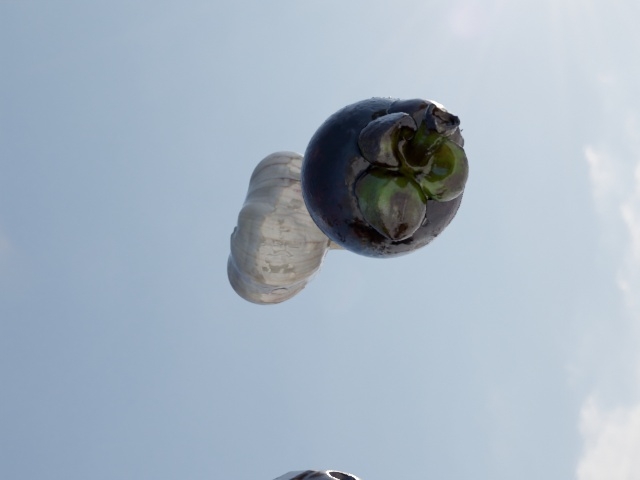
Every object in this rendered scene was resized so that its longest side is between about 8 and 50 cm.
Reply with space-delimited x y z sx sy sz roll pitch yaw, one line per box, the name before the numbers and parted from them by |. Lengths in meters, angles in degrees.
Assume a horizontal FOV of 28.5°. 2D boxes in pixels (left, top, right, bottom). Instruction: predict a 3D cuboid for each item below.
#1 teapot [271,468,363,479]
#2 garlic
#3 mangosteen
teapot | -0.036 0.363 1.140 0.315 0.233 0.312 15 -110 -44
garlic | 0.000 0.000 1.607 0.199 0.225 0.199 -167 90 -86
mangosteen | 0.062 -0.061 1.228 0.184 0.172 0.173 -86 5 -81
